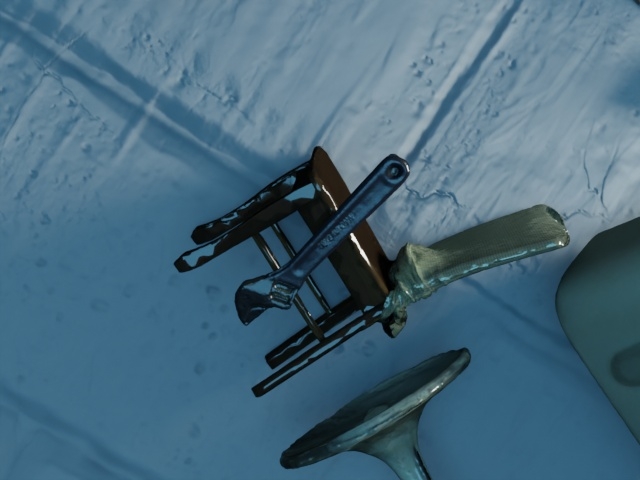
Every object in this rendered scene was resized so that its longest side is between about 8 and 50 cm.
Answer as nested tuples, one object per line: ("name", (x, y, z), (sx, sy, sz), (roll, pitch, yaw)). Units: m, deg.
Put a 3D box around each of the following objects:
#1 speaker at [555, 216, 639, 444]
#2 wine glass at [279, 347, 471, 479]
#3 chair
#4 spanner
("speaker", (0.409, 0.147, 1.787), (0.184, 0.183, 0.406), (-30, 98, 37))
("wine glass", (0.150, 0.322, 1.828), (0.267, 0.267, 0.406), (-30, 91, 5))
("chair", (0.048, -0.003, 1.819), (0.319, 0.160, 0.186), (-30, 98, 8))
("spanner", (0.000, 0.000, 1.737), (0.046, 0.012, 0.208), (43, 102, -9))
